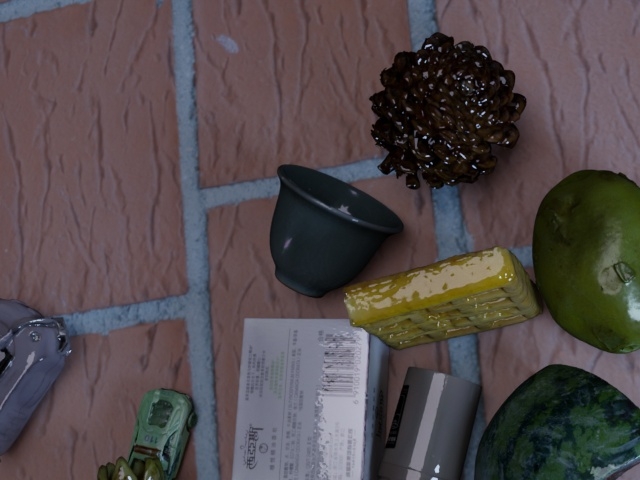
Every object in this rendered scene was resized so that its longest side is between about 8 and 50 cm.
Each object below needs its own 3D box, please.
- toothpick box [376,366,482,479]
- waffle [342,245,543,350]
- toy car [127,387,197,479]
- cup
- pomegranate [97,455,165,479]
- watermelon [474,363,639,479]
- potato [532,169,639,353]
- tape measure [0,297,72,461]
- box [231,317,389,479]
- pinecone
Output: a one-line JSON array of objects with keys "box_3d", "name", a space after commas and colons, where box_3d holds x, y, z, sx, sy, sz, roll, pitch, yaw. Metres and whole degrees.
[{"box_3d": [0.146, 0.272, 1.675, 0.111, 0.111, 0.181, 12, 79, 21], "name": "toothpick box"}, {"box_3d": [0.169, 0.083, 1.642, 0.221, 0.248, 0.055, -15, 71, 16], "name": "waffle"}, {"box_3d": [-0.242, 0.310, 1.825, 0.093, 0.058, 0.186, 11, 79, 19], "name": "toy car"}, {"box_3d": [0.000, 0.000, 1.776, 0.199, 0.199, 0.150, 32, 106, 23], "name": "cup"}, {"box_3d": [-0.255, 0.475, 1.683, 0.309, 0.216, 0.359, -9, 82, 11], "name": "pomegranate"}, {"box_3d": [0.295, 0.289, 1.603, 0.260, 0.256, 0.176, -32, 112, 0], "name": "watermelon"}, {"box_3d": [0.374, 0.025, 1.643, 0.186, 0.148, 0.253, -24, 69, 9], "name": "potato"}, {"box_3d": [-0.503, 0.191, 1.914, 0.197, 0.120, 0.236, 32, 83, 25], "name": "tape measure"}, {"box_3d": [-0.012, 0.241, 1.736, 0.194, 0.111, 0.261, 0, 78, 19], "name": "box"}, {"box_3d": [0.164, -0.172, 1.740, 0.221, 0.221, 0.222, -5, 74, 17], "name": "pinecone"}]
